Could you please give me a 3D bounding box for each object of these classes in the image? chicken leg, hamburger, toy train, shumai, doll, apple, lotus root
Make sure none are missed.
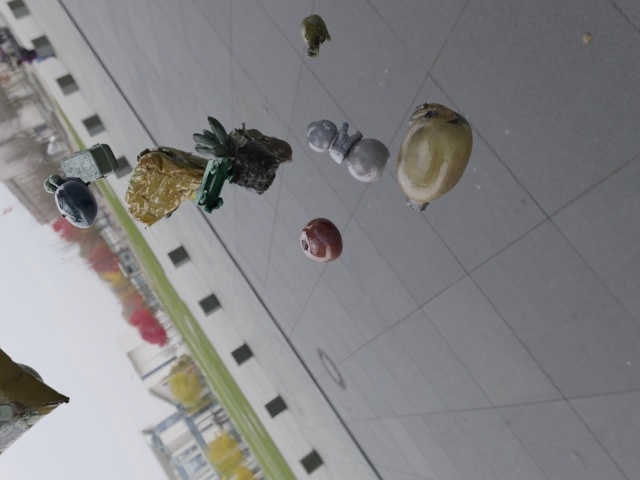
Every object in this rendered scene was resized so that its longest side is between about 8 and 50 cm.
[{"bbox_3d":[-0.013,-0.543,1.448,0.070,0.093,0.178,-51,26,38],"label":"chicken leg"},{"bbox_3d":[-0.541,-0.216,1.820,0.209,0.330,0.162,45,-162,-31],"label":"hamburger"},{"bbox_3d":[-0.314,-0.161,1.574,0.070,0.171,0.099,25,170,-36],"label":"toy train"},{"bbox_3d":[-0.222,-0.339,1.919,0.185,0.218,0.184,67,165,-3],"label":"shumai"},{"bbox_3d":[-0.922,-0.145,2.022,0.258,0.154,0.228,47,164,53],"label":"doll"},{"bbox_3d":[0.080,-0.296,1.739,0.287,0.150,0.151,28,157,4],"label":"doll"},{"bbox_3d":[0.000,0.000,1.757,0.153,0.120,0.153,55,156,38],"label":"apple"},{"bbox_3d":[0.270,-0.184,1.331,0.183,0.183,0.309,47,144,31],"label":"lotus root"}]

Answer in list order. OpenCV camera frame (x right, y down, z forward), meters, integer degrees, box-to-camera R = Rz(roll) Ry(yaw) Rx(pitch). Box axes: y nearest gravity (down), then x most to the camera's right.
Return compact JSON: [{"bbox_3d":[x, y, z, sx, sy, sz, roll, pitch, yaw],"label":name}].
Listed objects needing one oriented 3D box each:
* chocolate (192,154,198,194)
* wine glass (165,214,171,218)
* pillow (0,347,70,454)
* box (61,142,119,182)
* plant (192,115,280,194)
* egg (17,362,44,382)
[{"bbox_3d":[-0.514,-0.223,2.172,0.162,0.162,0.445,57,174,4],"label":"chocolate"},{"bbox_3d":[-0.609,-0.120,2.069,0.039,0.042,0.083,9,157,30],"label":"wine glass"},{"bbox_3d":[-0.904,0.441,1.439,0.312,0.310,0.119,53,171,-24],"label":"pillow"},{"bbox_3d":[-1.000,-0.328,2.336,0.210,0.129,0.147,-13,107,25],"label":"box"},{"bbox_3d":[-0.265,-0.256,1.650,0.275,0.146,0.149,33,-160,1],"label":"plant"},{"bbox_3d":[-1.115,0.566,1.893,0.238,0.289,0.238,48,-177,-4],"label":"egg"}]
